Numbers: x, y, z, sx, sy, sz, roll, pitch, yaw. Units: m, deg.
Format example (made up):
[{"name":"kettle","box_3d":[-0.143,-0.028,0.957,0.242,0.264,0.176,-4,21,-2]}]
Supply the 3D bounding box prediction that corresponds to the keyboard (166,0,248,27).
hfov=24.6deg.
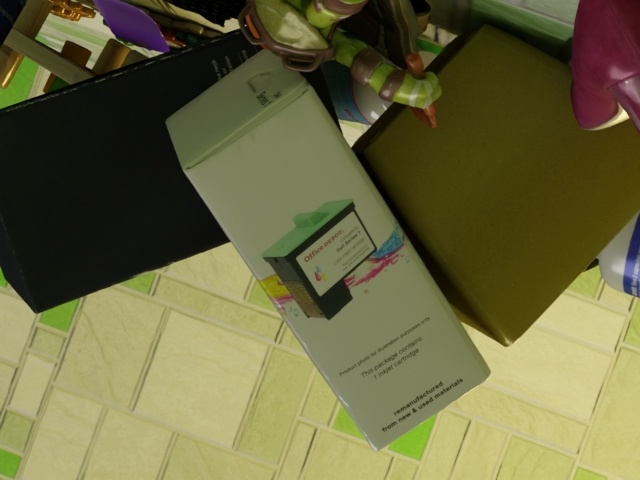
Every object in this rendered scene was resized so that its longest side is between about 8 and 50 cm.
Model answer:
[{"name":"keyboard","box_3d":[-0.184,-0.269,1.525,0.317,0.033,0.201,20,179,22]}]

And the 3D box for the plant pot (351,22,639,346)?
[{"name":"plant pot","box_3d":[0.142,-0.061,1.227,0.187,0.212,0.212,43,179,-6]}]

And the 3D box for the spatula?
[{"name":"spatula","box_3d":[-0.180,-0.225,1.739,0.084,0.030,0.296,21,178,21]}]

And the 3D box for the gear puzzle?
[{"name":"gear puzzle","box_3d":[-0.242,-0.274,1.930,0.339,0.044,0.175,20,179,22]}]

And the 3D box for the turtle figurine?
[{"name":"turtle figurine","box_3d":[-0.023,-0.177,1.045,0.269,0.087,0.217,44,170,8]}]

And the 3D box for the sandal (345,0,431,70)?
[{"name":"sandal","box_3d":[0.056,-0.181,1.119,0.072,0.049,0.180,42,170,16]}]

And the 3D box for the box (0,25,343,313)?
[{"name":"box","box_3d":[-0.174,-0.079,1.416,0.312,0.179,0.343,-20,-172,-14]}]

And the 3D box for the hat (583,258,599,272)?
[{"name":"hat","box_3d":[0.179,0.002,1.658,0.331,0.134,0.331,3,-147,-2]}]

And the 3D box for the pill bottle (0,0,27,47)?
[{"name":"pill bottle","box_3d":[-0.385,-0.210,1.419,0.153,0.265,0.153,27,171,5]}]

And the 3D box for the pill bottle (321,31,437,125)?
[{"name":"pill bottle","box_3d":[0.053,-0.154,1.413,0.087,0.087,0.160,21,179,-32]}]

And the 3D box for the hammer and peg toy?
[{"name":"hammer and peg toy","box_3d":[-0.219,-0.155,1.804,0.361,0.127,0.266,31,-177,27]}]

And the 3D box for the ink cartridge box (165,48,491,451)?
[{"name":"ink cartridge box","box_3d":[0.000,0.000,1.185,0.278,0.117,0.201,57,180,-19]}]

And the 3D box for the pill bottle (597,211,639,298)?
[{"name":"pill bottle","box_3d":[0.369,-0.004,1.455,0.272,0.152,0.152,20,179,23]}]

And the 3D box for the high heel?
[{"name":"high heel","box_3d":[0.197,-0.134,1.013,0.117,0.082,0.244,62,-168,-11]}]
